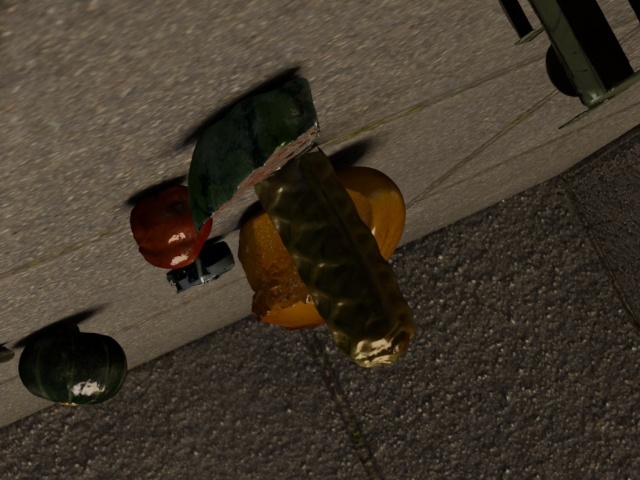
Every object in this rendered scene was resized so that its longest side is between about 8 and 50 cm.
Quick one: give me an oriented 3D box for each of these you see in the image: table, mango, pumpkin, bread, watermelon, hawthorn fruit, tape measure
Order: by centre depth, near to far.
[{"bbox_3d":[0.208,-0.185,0.990,0.062,0.146,0.175,-22,173,-38],"label":"table"},{"bbox_3d":[-0.056,-0.091,1.125,0.187,0.071,0.139,-40,174,35],"label":"watermelon"},{"bbox_3d":[-0.151,-0.016,1.278,0.093,0.093,0.093,-26,174,-3],"label":"hawthorn fruit"},{"bbox_3d":[0.020,0.022,1.417,0.087,0.269,0.098,-33,171,32],"label":"bread"},{"bbox_3d":[0.000,0.000,1.689,0.350,0.201,0.199,-45,-161,48],"label":"mango"},{"bbox_3d":[-0.173,0.038,1.795,0.094,0.054,0.091,-26,-179,19],"label":"tape measure"},{"bbox_3d":[-0.383,0.195,1.907,0.167,0.125,0.167,18,180,0],"label":"pumpkin"}]

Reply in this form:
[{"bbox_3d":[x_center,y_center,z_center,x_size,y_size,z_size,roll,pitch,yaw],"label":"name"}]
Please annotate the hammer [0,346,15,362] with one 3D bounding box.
[{"bbox_3d":[-0.525,0.181,1.694,0.125,0.027,0.297,-29,174,26],"label":"hammer"}]
